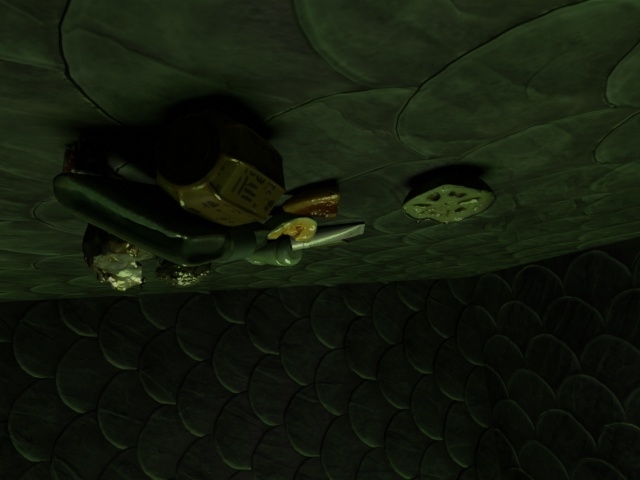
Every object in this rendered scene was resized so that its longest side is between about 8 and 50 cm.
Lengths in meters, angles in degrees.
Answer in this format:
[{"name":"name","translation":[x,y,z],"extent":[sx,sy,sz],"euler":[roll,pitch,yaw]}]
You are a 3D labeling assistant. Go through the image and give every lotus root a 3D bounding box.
[{"name":"lotus root","translation":[0.290,-0.108,0.996],"extent":[0.204,0.077,0.183],"euler":[-21,149,41]}]

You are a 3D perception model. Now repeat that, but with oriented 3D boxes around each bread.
[{"name":"bread","translation":[-0.022,-0.089,1.003],"extent":[0.136,0.054,0.154],"euler":[-6,163,1]}]

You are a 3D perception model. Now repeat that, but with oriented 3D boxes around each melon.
[{"name":"melon","translation":[-0.076,-0.048,1.147],"extent":[0.160,0.079,0.128],"euler":[9,144,-45]}]

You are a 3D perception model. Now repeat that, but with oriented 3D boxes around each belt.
[{"name":"belt","translation":[-0.392,-0.111,0.756],"extent":[0.072,0.053,0.232],"euler":[-1,168,-15]}]

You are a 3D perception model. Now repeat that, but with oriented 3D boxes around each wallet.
[{"name":"wallet","translation":[-0.237,-0.036,0.757],"extent":[0.252,0.083,0.360],"euler":[27,-171,11]}]

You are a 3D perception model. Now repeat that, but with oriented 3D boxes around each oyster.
[{"name":"oyster","translation":[-0.436,0.019,0.944],"extent":[0.133,0.197,0.337],"euler":[-16,-178,-38]}]

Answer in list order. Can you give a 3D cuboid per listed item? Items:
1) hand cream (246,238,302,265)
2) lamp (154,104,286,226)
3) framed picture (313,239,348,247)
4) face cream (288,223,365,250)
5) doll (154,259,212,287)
[{"name":"hand cream","translation":[-0.188,0.046,1.534],"extent":[0.147,0.093,0.306],"euler":[10,171,-41]},{"name":"lamp","translation":[-0.146,-0.105,0.647],"extent":[0.162,0.161,0.185],"euler":[-8,169,17]},{"name":"framed picture","translation":[0.000,0.000,1.538],"extent":[0.136,0.010,0.201],"euler":[-9,167,23]},{"name":"face cream","translation":[0.020,-0.017,1.372],"extent":[0.244,0.058,0.092],"euler":[-11,164,-2]},{"name":"doll","translation":[-0.252,0.005,0.964],"extent":[0.203,0.091,0.286],"euler":[7,-148,39]}]
